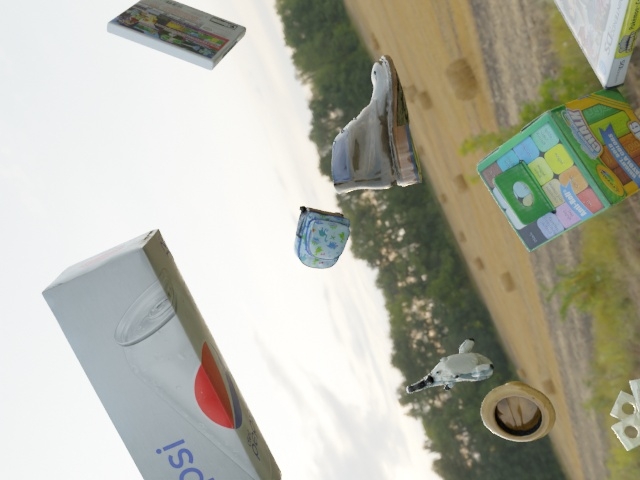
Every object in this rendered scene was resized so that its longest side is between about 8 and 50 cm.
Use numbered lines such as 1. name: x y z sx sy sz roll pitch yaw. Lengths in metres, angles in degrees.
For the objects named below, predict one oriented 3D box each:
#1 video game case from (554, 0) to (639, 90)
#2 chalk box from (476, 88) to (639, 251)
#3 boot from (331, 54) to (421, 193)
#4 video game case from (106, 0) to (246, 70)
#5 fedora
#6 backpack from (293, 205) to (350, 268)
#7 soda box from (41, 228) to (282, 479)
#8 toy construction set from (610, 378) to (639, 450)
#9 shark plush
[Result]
1. video game case: 0.432 -0.420 1.134 0.248 0.035 0.275 69 -175 -60
2. chalk box: 0.401 -0.113 1.178 0.289 0.179 0.180 -25 -100 -39
3. boot: 0.060 -0.152 0.912 0.082 0.106 0.219 63 -162 -49
4. video game case: -0.258 -0.387 1.310 0.183 0.201 0.023 -67 -2 -52
5. fedora: 0.499 0.420 1.803 0.194 0.194 0.079 62 -153 -22
6. backpack: 0.000 0.000 1.432 0.084 0.105 0.114 -134 57 -65
7. soda box: -0.133 0.140 0.650 0.091 0.098 0.286 -107 -6 -78
8. toy construction set: 0.496 0.300 0.966 0.327 0.151 0.215 36 -123 -51
9. shark plush: 0.227 0.236 1.211 0.073 0.161 0.067 44 149 39
